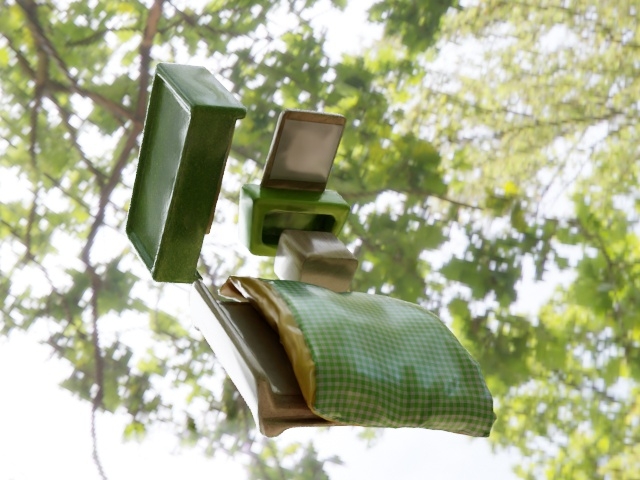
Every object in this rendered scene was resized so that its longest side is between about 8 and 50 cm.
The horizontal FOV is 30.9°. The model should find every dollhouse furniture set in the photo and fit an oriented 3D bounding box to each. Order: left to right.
[{"bbox_3d":[0.000,0.000,0.856,0.197,0.301,0.151,4,-64,-30],"label":"dollhouse furniture set"}]
